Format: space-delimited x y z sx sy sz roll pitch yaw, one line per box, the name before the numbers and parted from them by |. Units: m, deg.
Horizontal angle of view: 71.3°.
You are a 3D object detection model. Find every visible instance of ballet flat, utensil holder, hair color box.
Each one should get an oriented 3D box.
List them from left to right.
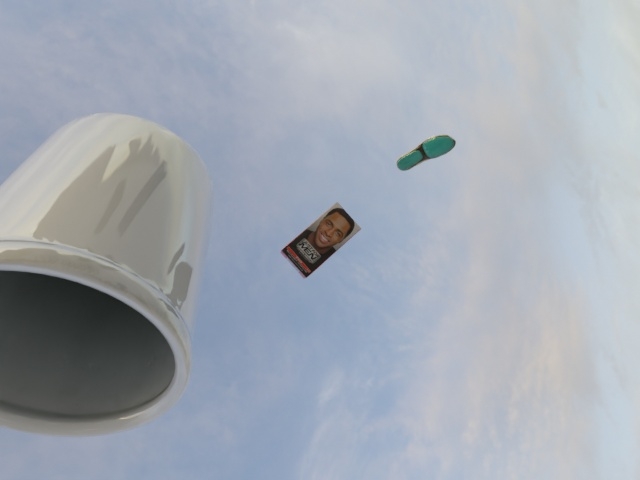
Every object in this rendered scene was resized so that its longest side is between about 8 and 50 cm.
utensil holder | -0.328 0.028 0.664 0.328 0.328 0.385 39 -153 -29
hair color box | 0.000 0.000 0.842 0.141 0.043 0.072 -42 -90 -11
ballet flat | 0.277 -0.237 1.182 0.057 0.168 0.052 63 -149 -12
